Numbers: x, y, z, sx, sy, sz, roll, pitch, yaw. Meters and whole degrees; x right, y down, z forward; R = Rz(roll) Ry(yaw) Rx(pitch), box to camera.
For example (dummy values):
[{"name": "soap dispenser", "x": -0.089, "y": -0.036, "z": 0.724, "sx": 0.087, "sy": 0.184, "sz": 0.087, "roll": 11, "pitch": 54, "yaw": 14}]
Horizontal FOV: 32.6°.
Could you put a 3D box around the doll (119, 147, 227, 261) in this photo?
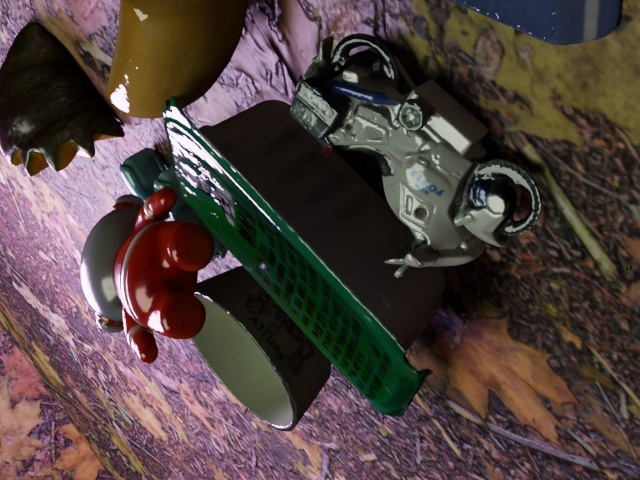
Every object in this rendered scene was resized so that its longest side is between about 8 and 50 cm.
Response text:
[{"name": "doll", "x": -0.176, "y": -0.033, "z": 1.381, "sx": 0.159, "sy": 0.059, "sz": 0.158, "roll": 26, "pitch": 143, "yaw": 43}]

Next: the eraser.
[{"name": "eraser", "x": 0.091, "y": -0.196, "z": 0.707, "sx": 0.225, "sy": 0.036, "sz": 0.082, "roll": 34, "pitch": 150, "yaw": 35}]

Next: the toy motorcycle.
[{"name": "toy motorcycle", "x": 0.065, "y": -0.061, "z": 0.879, "sx": 0.221, "sy": 0.102, "sz": 0.150, "roll": 44, "pitch": 134, "yaw": 10}]

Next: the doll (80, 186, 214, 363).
[{"name": "doll", "x": -0.213, "y": 0.036, "z": 1.299, "sx": 0.336, "sy": 0.105, "sz": 0.199, "roll": 6, "pitch": 90, "yaw": 61}]

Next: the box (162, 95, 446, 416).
[{"name": "box", "x": 0.000, "y": 0.000, "z": 1.034, "sx": 0.336, "sy": 0.106, "sz": 0.264, "roll": 47, "pitch": 165, "yaw": 12}]

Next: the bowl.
[{"name": "bowl", "x": -0.063, "y": 0.113, "z": 1.317, "sx": 0.211, "sy": 0.112, "sz": 0.211, "roll": 41, "pitch": 155, "yaw": 24}]

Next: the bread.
[{"name": "bread", "x": -0.120, "y": -0.190, "z": 0.969, "sx": 0.098, "sy": 0.147, "sz": 0.217, "roll": 31, "pitch": 157, "yaw": -1}]

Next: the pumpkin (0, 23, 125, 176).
[{"name": "pumpkin", "x": -0.391, "y": -0.191, "z": 1.457, "sx": 0.254, "sy": 0.130, "sz": 0.149, "roll": 28, "pitch": 147, "yaw": 45}]
